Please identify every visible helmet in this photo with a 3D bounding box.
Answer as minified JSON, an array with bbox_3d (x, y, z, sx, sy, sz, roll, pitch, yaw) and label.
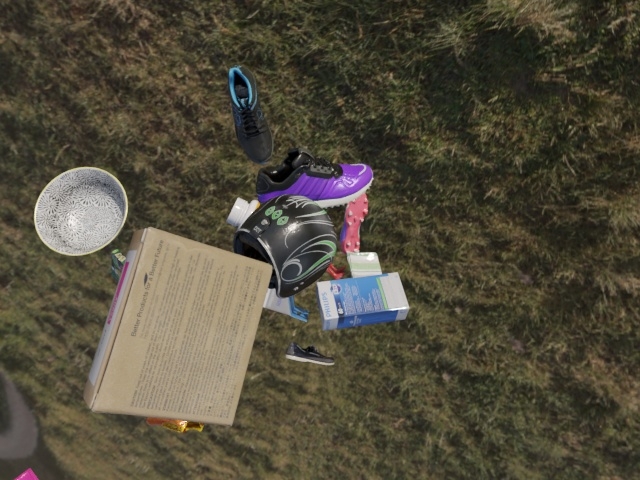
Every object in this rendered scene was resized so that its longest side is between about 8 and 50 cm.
[{"bbox_3d":[-0.051,0.002,0.869,0.169,0.161,0.170,34,141,33],"label":"helmet"}]

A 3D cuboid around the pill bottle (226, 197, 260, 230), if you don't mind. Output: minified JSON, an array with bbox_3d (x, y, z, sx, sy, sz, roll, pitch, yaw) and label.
[{"bbox_3d":[-0.171,-0.046,1.533,0.214,0.117,0.117,26,130,-11],"label":"pill bottle"}]

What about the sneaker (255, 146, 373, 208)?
[{"bbox_3d":[-0.014,-0.155,1.193,0.293,0.102,0.146,-17,125,-10],"label":"sneaker"}]

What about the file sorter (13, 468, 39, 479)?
[{"bbox_3d":[-0.825,0.858,1.436,0.290,0.202,0.182,33,140,26],"label":"file sorter"}]

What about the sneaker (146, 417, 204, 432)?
[{"bbox_3d":[-0.444,0.554,1.549,0.175,0.067,0.064,5,121,-15],"label":"sneaker"}]

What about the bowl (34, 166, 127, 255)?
[{"bbox_3d":[-0.434,-0.044,0.952,0.170,0.170,0.080,29,166,9],"label":"bowl"}]

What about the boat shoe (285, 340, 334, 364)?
[{"bbox_3d":[-0.029,0.393,1.751,0.206,0.065,0.075,19,163,-36],"label":"boat shoe"}]

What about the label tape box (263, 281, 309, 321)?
[{"bbox_3d":[-0.197,0.224,2.139,0.333,0.240,0.106,17,93,0],"label":"label tape box"}]

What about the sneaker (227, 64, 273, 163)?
[{"bbox_3d":[-0.256,-0.429,1.741,0.124,0.140,0.341,-16,99,5],"label":"sneaker"}]

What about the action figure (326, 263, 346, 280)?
[{"bbox_3d":[0.000,0.000,1.794,0.280,0.091,0.139,41,106,-8],"label":"action figure"}]

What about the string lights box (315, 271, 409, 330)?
[{"bbox_3d":[0.124,0.184,1.541,0.259,0.133,0.077,-6,143,-8],"label":"string lights box"}]

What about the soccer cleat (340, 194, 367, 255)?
[{"bbox_3d":[0.109,-0.065,1.794,0.095,0.083,0.248,-135,46,-57],"label":"soccer cleat"}]

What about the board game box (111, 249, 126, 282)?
[{"bbox_3d":[-0.600,0.157,1.667,0.259,0.030,0.136,41,140,15],"label":"board game box"}]

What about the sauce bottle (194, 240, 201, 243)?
[{"bbox_3d":[-0.360,0.038,1.610,0.128,0.042,0.042,17,126,25],"label":"sauce bottle"}]

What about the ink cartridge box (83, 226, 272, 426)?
[{"bbox_3d":[-0.191,0.121,0.699,0.193,0.235,0.088,20,168,-30],"label":"ink cartridge box"}]

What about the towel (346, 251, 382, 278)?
[{"bbox_3d":[0.157,0.103,1.730,0.113,0.152,0.023,-1,140,-12],"label":"towel"}]
